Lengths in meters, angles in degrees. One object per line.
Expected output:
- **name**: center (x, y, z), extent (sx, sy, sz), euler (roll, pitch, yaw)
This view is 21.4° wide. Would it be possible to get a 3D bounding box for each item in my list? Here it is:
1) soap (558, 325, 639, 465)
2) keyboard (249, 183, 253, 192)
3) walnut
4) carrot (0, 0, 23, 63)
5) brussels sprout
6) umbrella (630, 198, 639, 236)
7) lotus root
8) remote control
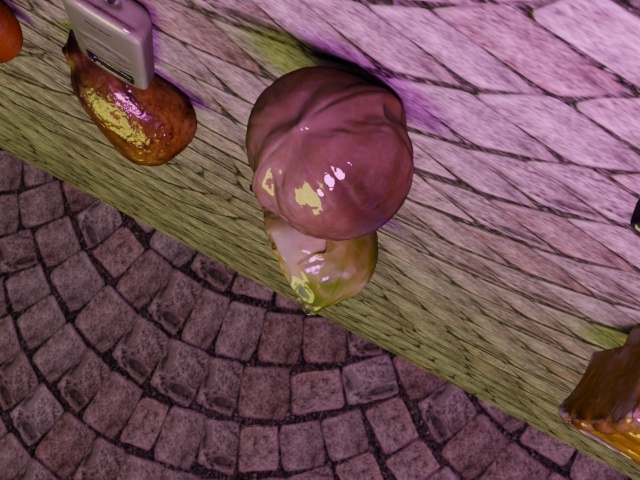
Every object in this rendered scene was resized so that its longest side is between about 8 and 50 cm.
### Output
- **soap**: center (0.410, 0.213, 1.740), extent (0.281, 0.143, 0.259), euler (30, 169, -6)
- **keyboard**: center (-0.011, -0.028, 2.295), extent (0.195, 0.018, 0.060), euler (34, 165, -34)
- **walnut**: center (0.008, -0.068, 1.352), extent (0.140, 0.140, 0.162), euler (27, -176, 23)
- **carrot**: center (-0.397, -0.262, 1.938), extent (0.067, 0.067, 0.225), euler (28, 172, 17)
- **brussels sprout**: center (0.005, 0.001, 2.004), extent (0.149, 0.122, 0.151), euler (67, 178, -69)
- **umbrella**: center (0.277, 0.034, 1.107), extent (0.272, 0.110, 0.122), euler (42, -160, -60)
- **lotus root**: center (-0.220, -0.156, 1.887), extent (0.108, 0.094, 0.191), euler (-20, 137, 34)
- **remote control**: center (-0.205, -0.202, 1.680), extent (0.090, 0.038, 0.309), euler (30, 174, -3)
